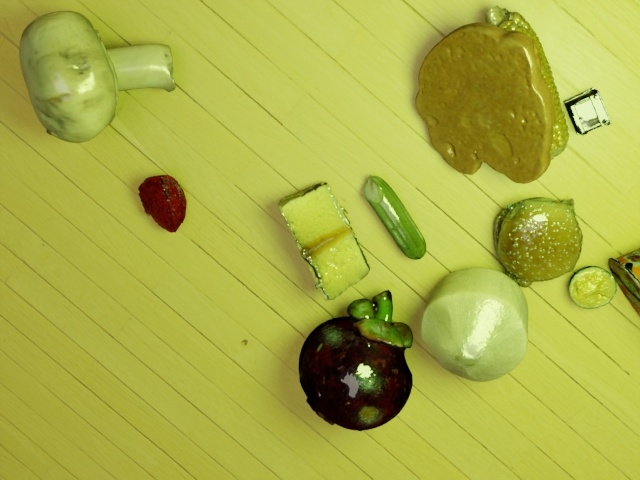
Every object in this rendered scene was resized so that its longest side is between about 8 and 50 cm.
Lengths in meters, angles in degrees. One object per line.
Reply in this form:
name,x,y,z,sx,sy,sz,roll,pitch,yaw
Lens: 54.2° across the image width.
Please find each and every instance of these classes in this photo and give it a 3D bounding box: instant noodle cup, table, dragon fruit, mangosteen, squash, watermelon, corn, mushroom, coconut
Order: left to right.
mushroom,-0.519,-0.388,1.475,0.336,0.314,0.314,-9,106,-17
dragon fruit,-0.405,-0.111,1.607,0.106,0.083,0.162,8,127,28
mangosteen,0.090,0.303,1.518,0.311,0.311,0.311,3,107,11
squash,0.179,-0.055,1.501,0.069,0.069,0.238,-31,98,18
coconut,0.352,0.196,1.431,0.238,0.266,0.237,8,121,14
corn,0.431,-0.331,1.335,0.130,0.130,0.346,-24,102,17
table,0.577,-0.274,1.345,0.070,0.082,0.083,-23,101,18
watermelon,0.627,0.104,1.456,0.106,0.062,0.105,2,110,4
instant noodle cup,0.771,0.089,1.348,0.182,0.230,0.230,-33,97,10

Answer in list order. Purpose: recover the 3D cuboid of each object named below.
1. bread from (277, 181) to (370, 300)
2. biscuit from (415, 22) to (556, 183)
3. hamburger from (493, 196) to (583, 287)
bread,0.000,0.000,1.532,0.178,0.142,0.266,-29,100,-23
biscuit,0.345,-0.279,1.325,0.312,0.057,0.351,-5,117,52
hamburger,0.494,0.008,1.425,0.190,0.122,0.215,2,109,11
